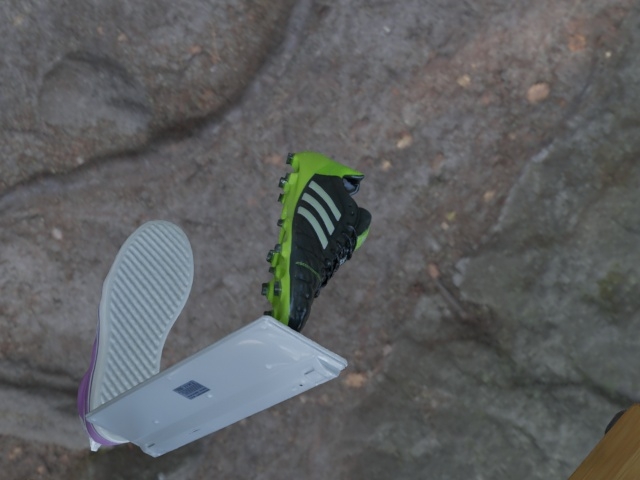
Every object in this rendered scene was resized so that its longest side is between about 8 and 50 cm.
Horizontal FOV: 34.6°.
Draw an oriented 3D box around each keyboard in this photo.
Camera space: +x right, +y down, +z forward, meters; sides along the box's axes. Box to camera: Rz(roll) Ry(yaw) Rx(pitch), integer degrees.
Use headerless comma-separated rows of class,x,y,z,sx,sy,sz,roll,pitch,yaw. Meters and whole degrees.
keyboard,-0.087,0.113,0.761,0.072,0.014,0.256,37,138,-21

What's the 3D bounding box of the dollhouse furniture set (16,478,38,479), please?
dollhouse furniture set,-0.392,0.280,1.178,0.286,0.303,0.198,21,70,-26

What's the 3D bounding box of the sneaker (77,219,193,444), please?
sneaker,-0.248,0.116,1.298,0.102,0.161,0.282,21,70,-18

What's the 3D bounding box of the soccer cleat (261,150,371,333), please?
soccer cleat,0.000,0.000,0.763,0.072,0.179,0.060,14,136,-7

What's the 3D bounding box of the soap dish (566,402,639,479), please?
soap dish,0.211,0.249,0.653,0.229,0.118,0.291,-47,136,-8

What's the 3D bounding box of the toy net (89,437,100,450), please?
toy net,-0.409,0.309,2.042,0.232,0.045,0.122,-63,168,16
